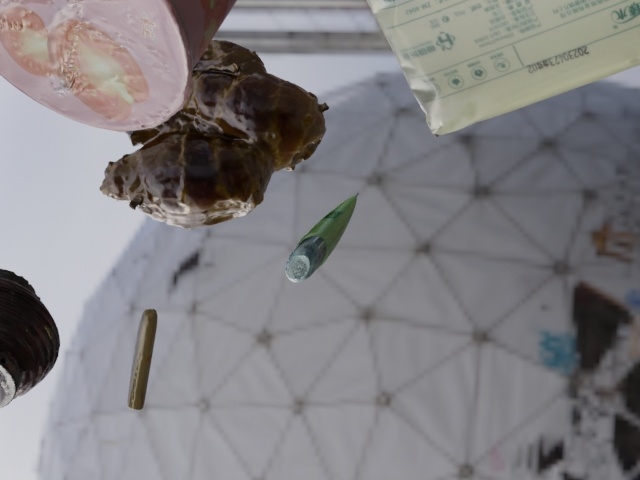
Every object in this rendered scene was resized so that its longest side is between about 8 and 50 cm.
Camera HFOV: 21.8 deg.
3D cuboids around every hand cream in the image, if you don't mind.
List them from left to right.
[{"bbox_3d":[0.000,0.000,2.310,0.095,0.046,0.175,-57,-2,33],"label":"hand cream"}]

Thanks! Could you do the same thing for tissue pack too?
[{"bbox_3d":[0.256,-0.326,2.012,0.297,0.380,0.207,62,-156,-25],"label":"tissue pack"}]

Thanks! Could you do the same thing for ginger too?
[{"bbox_3d":[-0.182,-0.162,2.631,0.357,0.274,0.152,-43,-1,-7],"label":"ginger"}]

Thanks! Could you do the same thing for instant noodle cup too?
[{"bbox_3d":[-0.152,-0.248,1.324,0.231,0.243,0.243,-56,-31,-35],"label":"instant noodle cup"}]

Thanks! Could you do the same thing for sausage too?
[{"bbox_3d":[-0.219,0.145,2.045,0.024,0.024,0.132,-41,-37,-70],"label":"sausage"}]

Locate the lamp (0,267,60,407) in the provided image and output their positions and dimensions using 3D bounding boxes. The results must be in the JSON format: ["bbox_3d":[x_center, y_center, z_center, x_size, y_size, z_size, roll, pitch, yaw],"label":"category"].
[{"bbox_3d":[-0.552,0.159,2.771,0.247,0.247,0.247,3,-90,-75],"label":"lamp"}]
